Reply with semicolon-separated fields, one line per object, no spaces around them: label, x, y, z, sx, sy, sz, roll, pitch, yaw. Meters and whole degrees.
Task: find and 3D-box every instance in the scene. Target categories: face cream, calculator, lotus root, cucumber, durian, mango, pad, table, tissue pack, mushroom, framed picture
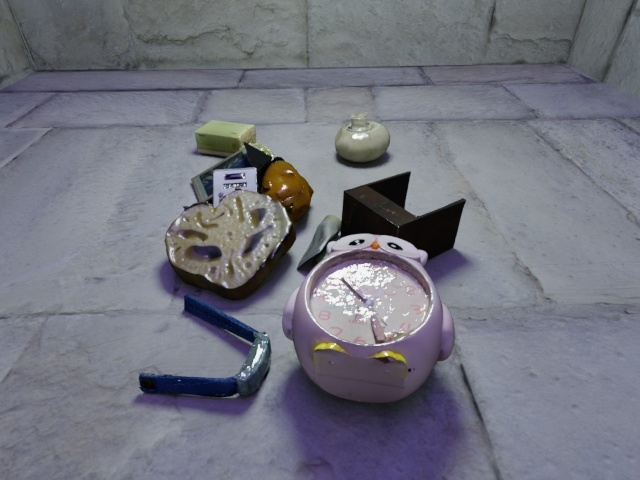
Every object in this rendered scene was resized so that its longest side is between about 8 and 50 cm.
face cream;0.000;0.000;1.318;0.070;0.114;0.224;46;39;-7
calculator;-0.295;-0.141;1.460;0.161;0.021;0.261;-5;67;-2
lotus root;-0.265;0.005;1.258;0.391;0.111;0.375;-13;48;-3
cucumber;0.058;0.057;1.259;0.116;0.062;0.115;5;31;38
durian;-0.259;-0.312;1.753;0.146;0.102;0.208;-5;59;-4
mango;-0.122;-0.172;1.492;0.201;0.152;0.287;7;37;-5
pad;-0.184;-0.299;1.670;0.265;0.009;0.159;24;24;-32
table;0.248;-0.059;1.312;0.282;0.196;0.250;-21;40;-29
tissue pack;-0.429;-0.466;1.929;0.234;0.125;0.159;12;38;15
mushroom;0.177;-0.457;1.847;0.246;0.202;0.246;-9;31;5
framed picture;-0.368;-0.260;1.651;0.281;0.019;0.209;-33;44;-5

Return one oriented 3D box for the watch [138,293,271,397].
watch;-0.249;0.248;1.014;0.275;0.068;0.276;0;36;9

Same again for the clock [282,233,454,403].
clock;0.109;0.163;0.958;0.368;0.250;0.376;6;43;10

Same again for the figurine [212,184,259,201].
figurine;-0.292;-0.148;1.527;0.178;0.114;0.144;-33;69;-20
